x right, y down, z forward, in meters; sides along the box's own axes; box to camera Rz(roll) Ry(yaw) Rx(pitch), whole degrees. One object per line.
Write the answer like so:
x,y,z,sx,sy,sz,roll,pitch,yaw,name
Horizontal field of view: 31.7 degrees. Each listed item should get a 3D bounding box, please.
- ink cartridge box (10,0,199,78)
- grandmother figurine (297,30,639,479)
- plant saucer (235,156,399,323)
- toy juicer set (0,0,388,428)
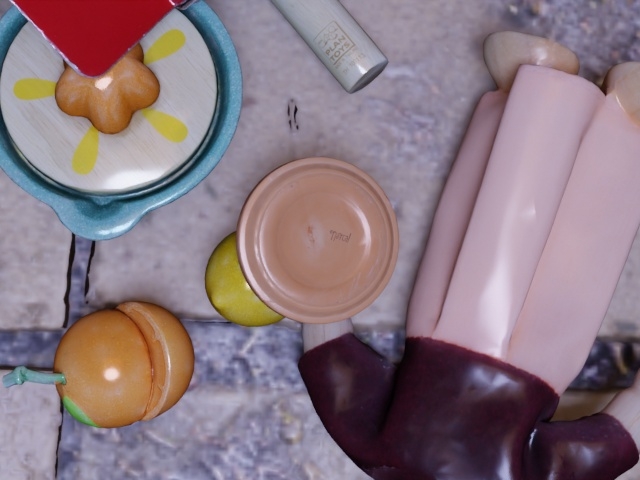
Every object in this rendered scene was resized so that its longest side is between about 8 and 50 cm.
-0.101,-0.277,0.511,0.309,0.130,0.272,47,56,-15,ink cartridge box
0.080,0.064,0.584,0.208,0.104,0.342,14,78,24,grandmother figurine
0.000,0.000,0.559,0.083,0.013,0.083,0,90,-16,plant saucer
-0.075,-0.058,0.579,0.209,0.089,0.329,31,78,3,toy juicer set
